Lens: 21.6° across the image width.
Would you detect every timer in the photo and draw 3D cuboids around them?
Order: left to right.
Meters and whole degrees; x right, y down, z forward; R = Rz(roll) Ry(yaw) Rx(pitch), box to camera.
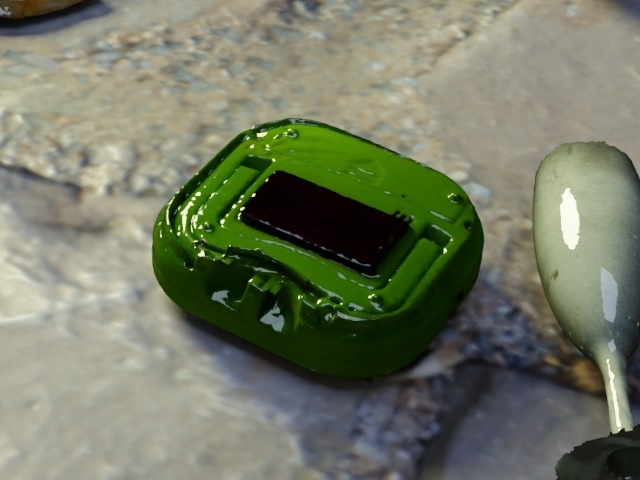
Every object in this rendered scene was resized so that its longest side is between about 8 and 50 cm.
[{"bbox_3d":[0.000,0.000,0.775,0.140,0.047,0.128,24,45,19],"label":"timer"}]

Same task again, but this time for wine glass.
[{"bbox_3d":[0.129,0.032,0.746,0.066,0.066,0.198,5,41,-2],"label":"wine glass"}]

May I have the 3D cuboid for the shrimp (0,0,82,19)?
[{"bbox_3d":[-0.154,-0.166,0.944,0.162,0.045,0.095,-4,43,-15],"label":"shrimp"}]
